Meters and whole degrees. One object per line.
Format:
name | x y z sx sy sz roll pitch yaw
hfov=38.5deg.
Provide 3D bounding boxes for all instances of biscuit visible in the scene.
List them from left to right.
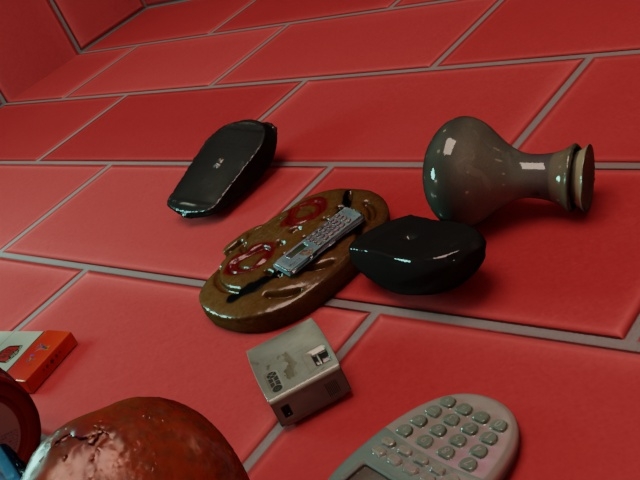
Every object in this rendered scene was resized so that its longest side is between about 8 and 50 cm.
biscuit | -0.056 0.019 1.608 0.314 0.063 0.367 12 46 47

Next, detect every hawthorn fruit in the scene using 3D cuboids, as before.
hawthorn fruit | -0.176 0.330 1.004 0.307 0.276 0.276 36 61 27

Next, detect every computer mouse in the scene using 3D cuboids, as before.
computer mouse | -0.200 -0.145 1.983 0.168 0.087 0.295 12 58 39
computer mouse | 0.154 0.030 1.394 0.138 0.086 0.270 -27 19 -22

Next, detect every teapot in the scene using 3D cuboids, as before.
teapot | 0.295 -0.104 1.439 0.251 0.183 0.183 4 39 26

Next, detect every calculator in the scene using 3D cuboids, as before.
calculator | 0.000 0.000 1.523 0.172 0.018 0.057 -38 35 -21
calculator | 0.107 0.279 1.060 0.295 0.042 0.184 -36 30 -25

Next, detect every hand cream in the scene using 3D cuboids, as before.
hand cream | -0.546 0.284 1.377 0.230 0.230 0.149 -41 33 -26

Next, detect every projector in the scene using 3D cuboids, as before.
projector | -0.031 0.186 1.303 0.115 0.061 0.147 -29 28 -4

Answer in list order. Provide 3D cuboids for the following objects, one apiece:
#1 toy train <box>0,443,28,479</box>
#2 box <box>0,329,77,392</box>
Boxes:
toy train | -0.454 0.400 1.158 0.265 0.188 0.300 -33 27 -23
box | -0.580 0.223 1.706 0.245 0.035 0.139 -4 35 35
